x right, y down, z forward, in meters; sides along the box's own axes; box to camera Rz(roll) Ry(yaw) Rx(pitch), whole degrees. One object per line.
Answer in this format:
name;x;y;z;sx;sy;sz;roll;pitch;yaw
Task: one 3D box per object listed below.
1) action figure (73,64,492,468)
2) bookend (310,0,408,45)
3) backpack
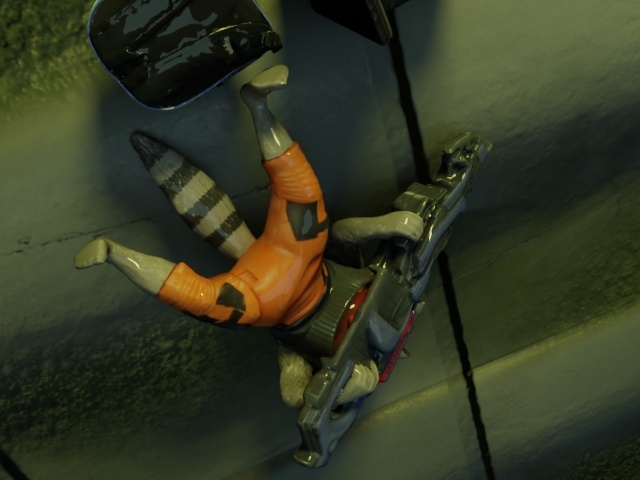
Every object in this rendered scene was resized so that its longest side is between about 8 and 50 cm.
action figure;0.000;0.000;0.575;0.341;0.179;0.330;-55;131;-18
bookend;0.069;-0.221;0.445;0.157;0.156;0.072;-31;122;-2
backpack;-0.107;-0.156;0.461;0.114;0.084;0.105;-38;122;-2
